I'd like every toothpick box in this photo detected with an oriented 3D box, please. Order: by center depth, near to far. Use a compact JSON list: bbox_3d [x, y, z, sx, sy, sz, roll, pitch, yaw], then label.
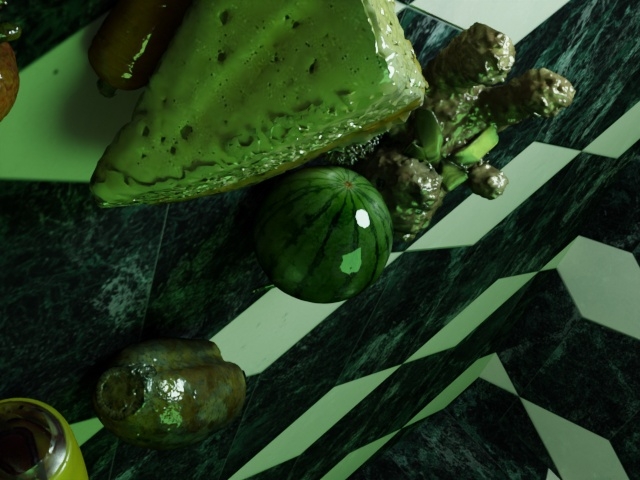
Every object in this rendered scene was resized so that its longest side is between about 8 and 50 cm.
[{"bbox_3d":[-0.380,0.320,1.145,0.175,0.175,0.271,-30,151,-32],"label":"toothpick box"}]

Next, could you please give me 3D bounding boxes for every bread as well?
[{"bbox_3d":[-0.077,-0.185,0.836,0.315,0.279,0.248,-12,-173,12],"label":"bread"}]

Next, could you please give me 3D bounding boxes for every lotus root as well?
[{"bbox_3d":[-0.211,0.223,1.294,0.160,0.152,0.275,-41,158,15],"label":"lotus root"}]

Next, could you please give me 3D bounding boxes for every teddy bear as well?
[{"bbox_3d":[0.170,-0.137,1.243,0.296,0.246,0.223,-15,-130,60],"label":"teddy bear"}]

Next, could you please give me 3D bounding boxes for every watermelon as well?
[{"bbox_3d":[0.000,0.000,1.215,0.188,0.188,0.215,-26,154,-39],"label":"watermelon"}]

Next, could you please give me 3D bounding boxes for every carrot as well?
[{"bbox_3d":[-0.121,-0.229,0.774,0.257,0.061,0.061,-53,157,11],"label":"carrot"}]

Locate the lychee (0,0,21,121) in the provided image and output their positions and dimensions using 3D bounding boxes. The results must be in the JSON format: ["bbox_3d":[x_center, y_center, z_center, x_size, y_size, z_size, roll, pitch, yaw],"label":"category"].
[{"bbox_3d":[-0.259,-0.124,0.632,0.140,0.101,0.114,-11,160,28],"label":"lychee"}]

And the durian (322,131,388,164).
[{"bbox_3d":[0.042,-0.150,1.152,0.148,0.091,0.188,-39,159,-14],"label":"durian"}]
